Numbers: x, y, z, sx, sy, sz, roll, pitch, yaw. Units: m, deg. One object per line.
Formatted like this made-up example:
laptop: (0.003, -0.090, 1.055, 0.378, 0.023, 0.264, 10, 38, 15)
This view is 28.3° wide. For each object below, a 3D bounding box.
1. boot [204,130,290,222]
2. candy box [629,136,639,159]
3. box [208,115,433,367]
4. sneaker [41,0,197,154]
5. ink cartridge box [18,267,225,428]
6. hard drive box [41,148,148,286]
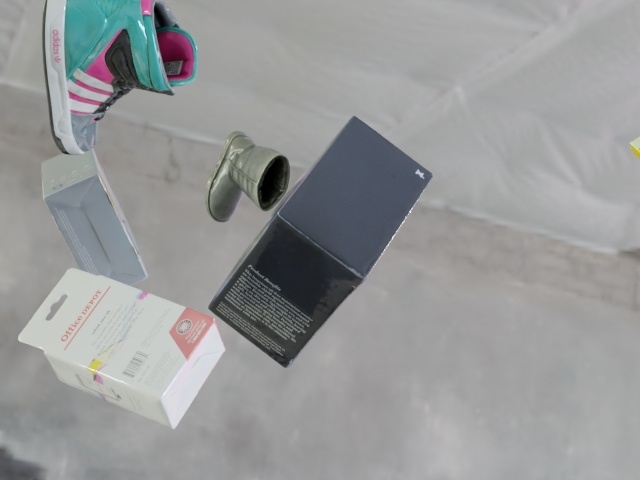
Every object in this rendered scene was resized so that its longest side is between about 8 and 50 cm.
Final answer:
boot: (-0.127, -0.091, 2.252, 0.076, 0.190, 0.208, 3, 20, -31)
candy box: (0.516, -0.094, 1.691, 0.105, 0.206, 0.027, -32, -42, -3)
box: (0.000, 0.000, 2.106, 0.182, 0.296, 0.294, 38, -44, -2)
sneaker: (-0.242, -0.206, 1.566, 0.178, 0.124, 0.295, 3, -31, -5)
ink cartridge box: (-0.221, 0.115, 1.408, 0.198, 0.115, 0.067, 19, -32, 23)
hard drive box: (-0.351, -0.034, 1.953, 0.089, 0.181, 0.232, -25, 21, -6)
